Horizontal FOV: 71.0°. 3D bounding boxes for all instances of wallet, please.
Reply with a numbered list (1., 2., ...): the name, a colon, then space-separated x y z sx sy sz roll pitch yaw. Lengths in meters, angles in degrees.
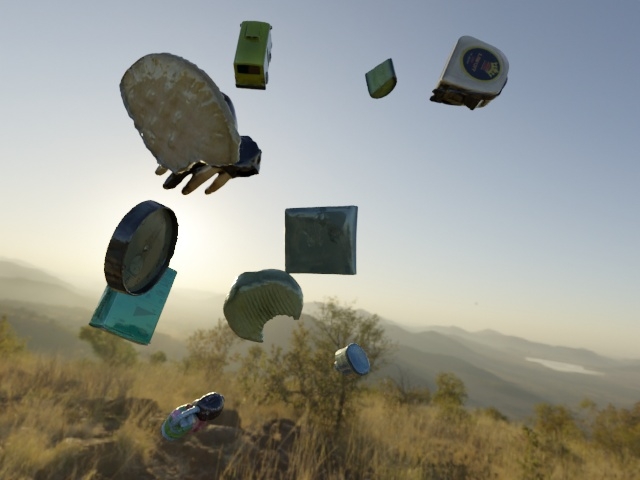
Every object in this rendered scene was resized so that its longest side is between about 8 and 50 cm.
1. wallet: 0.001 0.000 1.615 0.290 0.252 0.054 1 -2 26

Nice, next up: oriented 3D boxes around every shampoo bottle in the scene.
1. shampoo bottle: 0.096 0.408 1.505 0.061 0.104 0.258 -24 -13 -17

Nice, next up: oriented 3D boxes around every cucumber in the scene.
1. cucumber: 0.229 -0.592 1.649 0.116 0.115 0.062 -24 -25 30

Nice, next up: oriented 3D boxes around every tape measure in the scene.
1. tape measure: 0.535 -0.558 1.584 0.231 0.271 0.133 27 -21 1

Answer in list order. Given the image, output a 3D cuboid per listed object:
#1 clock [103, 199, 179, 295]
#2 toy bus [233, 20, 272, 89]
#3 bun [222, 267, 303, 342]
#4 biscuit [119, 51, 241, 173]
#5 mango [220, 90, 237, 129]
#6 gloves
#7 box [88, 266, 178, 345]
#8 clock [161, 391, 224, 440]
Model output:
1. clock: -0.384 0.018 0.985 0.041 0.215 0.215 19 -6 9
2. toy bus: -0.259 -0.725 1.742 0.127 0.262 0.150 4 -28 -1
3. bun: -0.153 0.165 1.200 0.212 0.204 0.126 -6 23 -12
4. biscuit: -0.229 -0.190 0.709 0.265 0.188 0.040 32 30 20
5. mango: -0.390 -0.451 1.677 0.152 0.202 0.287 -12 -8 -10
6. gloves: -0.324 -0.232 1.282 0.301 0.197 0.152 -31 -25 -22
7. box: -0.698 0.213 1.691 0.118 0.312 0.205 -7 -31 38
8. clock: -0.456 0.633 1.623 0.195 0.100 0.194 -44 -22 31
